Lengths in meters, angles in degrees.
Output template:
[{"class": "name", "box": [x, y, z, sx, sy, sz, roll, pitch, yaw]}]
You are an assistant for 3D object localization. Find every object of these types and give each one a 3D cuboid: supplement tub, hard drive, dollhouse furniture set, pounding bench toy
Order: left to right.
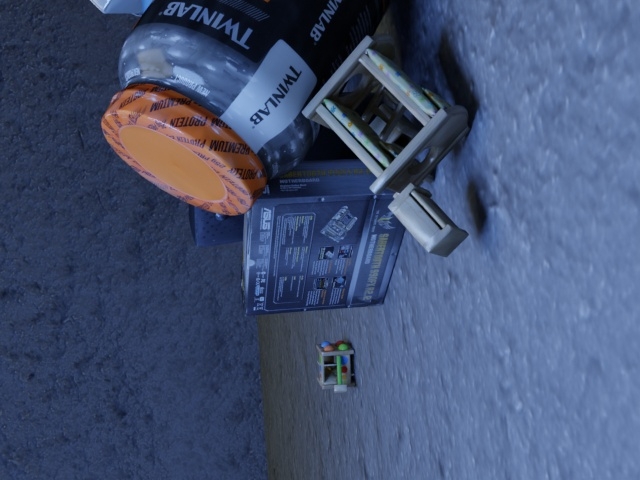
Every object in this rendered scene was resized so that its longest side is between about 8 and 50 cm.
[{"class": "supplement tub", "box": [-0.063, -0.208, 0.837, 0.338, 0.207, 0.207, -63, -1, -21]}, {"class": "hard drive", "box": [-0.046, -0.096, 1.015, 0.054, 0.254, 0.172, 40, 136, 47]}, {"class": "pounding bench toy", "box": [0.026, 0.192, 1.273, 0.083, 0.052, 0.065, -145, 53, -78]}, {"class": "dollhouse furniture set", "box": [0.106, -0.080, 0.763, 0.182, 0.101, 0.161, 50, -162, 24]}]

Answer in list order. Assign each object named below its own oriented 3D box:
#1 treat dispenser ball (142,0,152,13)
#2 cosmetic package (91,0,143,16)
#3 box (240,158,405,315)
[{"class": "treat dispenser ball", "box": [-0.099, -0.323, 1.144, 0.288, 0.288, 0.288, 177, 90, -80]}, {"class": "cosmetic package", "box": [-0.215, -0.513, 1.190, 0.365, 0.155, 0.197, -48, -7, 23]}, {"class": "box", "box": [0.000, 0.000, 0.984, 0.231, 0.183, 0.056, 99, 164, -52]}]
